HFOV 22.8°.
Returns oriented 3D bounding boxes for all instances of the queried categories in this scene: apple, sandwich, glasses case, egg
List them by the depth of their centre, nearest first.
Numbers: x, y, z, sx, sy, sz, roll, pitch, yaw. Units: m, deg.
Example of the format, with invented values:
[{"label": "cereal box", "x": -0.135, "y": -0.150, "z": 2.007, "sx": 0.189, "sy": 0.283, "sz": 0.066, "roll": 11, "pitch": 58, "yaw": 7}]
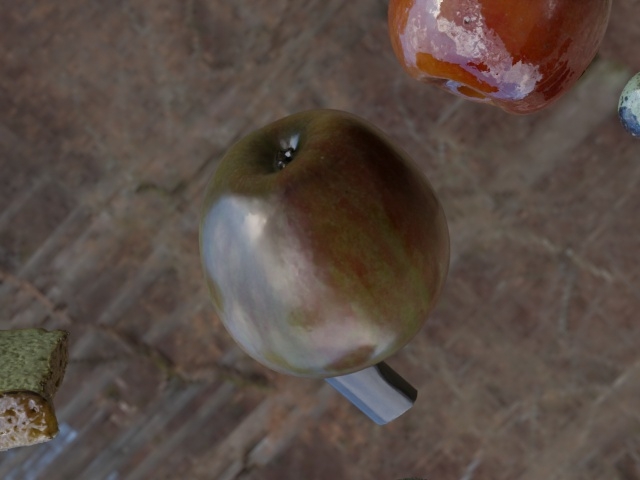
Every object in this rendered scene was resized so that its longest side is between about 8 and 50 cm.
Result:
[{"label": "apple", "x": 0.179, "y": -0.236, "z": 1.578, "sx": 0.218, "sy": 0.201, "sz": 0.218, "roll": 19, "pitch": 179, "yaw": 0}, {"label": "apple", "x": 0.000, "y": 0.000, "z": 1.600, "sx": 0.257, "sy": 0.256, "sz": 0.234, "roll": -113, "pitch": -3, "yaw": -54}, {"label": "sandwich", "x": -0.425, "y": 0.184, "z": 1.952, "sx": 0.226, "sy": 0.087, "sz": 0.251, "roll": 0, "pitch": -165, "yaw": -4}, {"label": "glasses case", "x": 0.035, "y": 0.158, "z": 1.999, "sx": 0.190, "sy": 0.072, "sz": 0.042, "roll": 42, "pitch": -150, "yaw": -24}, {"label": "egg", "x": 0.436, "y": -0.179, "z": 2.093, "sx": 0.085, "sy": 0.110, "sz": 0.085, "roll": 16, "pitch": -129, "yaw": -21}]

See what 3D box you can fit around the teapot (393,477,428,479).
[{"label": "teapot", "x": 0.086, "y": 0.364, "z": 1.658, "sx": 0.183, "sy": 0.251, "sz": 0.183, "roll": 3, "pitch": -133, "yaw": -3}]
